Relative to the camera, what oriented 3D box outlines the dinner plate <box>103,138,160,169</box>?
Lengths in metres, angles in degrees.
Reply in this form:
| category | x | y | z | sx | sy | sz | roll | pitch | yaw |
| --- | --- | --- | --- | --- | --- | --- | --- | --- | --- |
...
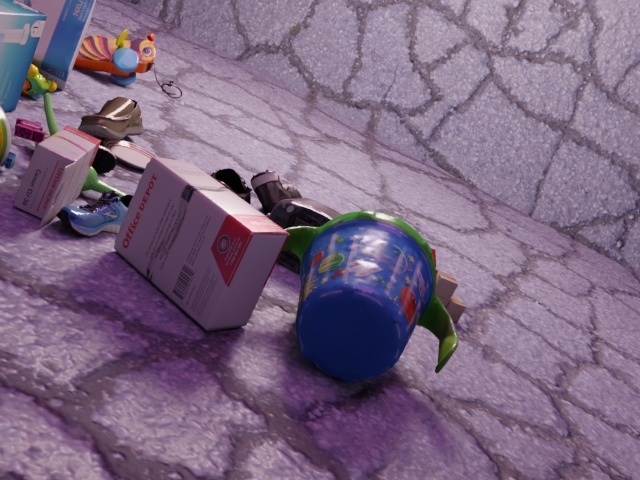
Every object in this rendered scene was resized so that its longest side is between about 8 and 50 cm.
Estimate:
| category | x | y | z | sx | sy | sz | roll | pitch | yaw |
| --- | --- | --- | --- | --- | --- | --- | --- | --- | --- |
| dinner plate | -0.401 | -0.180 | 1.779 | 0.141 | 0.017 | 0.141 | 24 | 18 | -8 |

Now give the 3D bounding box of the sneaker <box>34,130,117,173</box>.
| category | x | y | z | sx | sy | sz | roll | pitch | yaw |
| --- | --- | --- | --- | --- | --- | --- | --- | --- | --- |
| sneaker | -0.473 | -0.179 | 1.595 | 0.161 | 0.057 | 0.075 | 11 | 28 | -35 |

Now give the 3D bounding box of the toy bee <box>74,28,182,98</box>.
| category | x | y | z | sx | sy | sz | roll | pitch | yaw |
| --- | --- | --- | --- | --- | --- | --- | --- | --- | --- |
| toy bee | -0.533 | -0.514 | 2.328 | 0.298 | 0.162 | 0.195 | 26 | -30 | -31 |

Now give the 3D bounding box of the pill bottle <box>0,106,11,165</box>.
| category | x | y | z | sx | sy | sz | roll | pitch | yaw |
| --- | --- | --- | --- | --- | --- | --- | --- | --- | --- |
| pill bottle | -0.581 | -0.149 | 1.208 | 0.136 | 0.136 | 0.245 | 29 | 17 | 8 |

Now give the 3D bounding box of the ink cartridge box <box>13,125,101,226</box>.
| category | x | y | z | sx | sy | sz | roll | pitch | yaw |
| --- | --- | --- | --- | --- | --- | --- | --- | --- | --- |
| ink cartridge box | -0.430 | -0.107 | 1.344 | 0.067 | 0.115 | 0.198 | 25 | 16 | -8 |

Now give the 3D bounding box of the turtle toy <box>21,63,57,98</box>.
| category | x | y | z | sx | sy | sz | roll | pitch | yaw |
| --- | --- | --- | --- | --- | --- | --- | --- | --- | --- |
| turtle toy | -0.659 | -0.362 | 1.847 | 0.130 | 0.066 | 0.095 | 32 | -6 | 27 |

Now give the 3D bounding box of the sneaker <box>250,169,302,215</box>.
| category | x | y | z | sx | sy | sz | roll | pitch | yaw |
| --- | --- | --- | --- | --- | --- | --- | --- | --- | --- |
| sneaker | -0.087 | -0.077 | 1.852 | 0.234 | 0.078 | 0.106 | 34 | 35 | -71 |

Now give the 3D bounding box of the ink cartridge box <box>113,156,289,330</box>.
| category | x | y | z | sx | sy | sz | roll | pitch | yaw |
| --- | --- | --- | --- | --- | --- | --- | --- | --- | --- |
| ink cartridge box | -0.189 | 0.001 | 1.283 | 0.237 | 0.172 | 0.100 | 36 | 19 | 29 |

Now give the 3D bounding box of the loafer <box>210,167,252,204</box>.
| category | x | y | z | sx | sy | sz | roll | pitch | yaw |
| --- | --- | --- | --- | --- | --- | --- | --- | --- | --- |
| loafer | -0.191 | -0.106 | 1.733 | 0.109 | 0.095 | 0.302 | 26 | 17 | -3 |

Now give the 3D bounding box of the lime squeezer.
| category | x | y | z | sx | sy | sz | roll | pitch | yaw |
| --- | --- | --- | --- | --- | --- | --- | --- | --- | --- |
| lime squeezer | -0.436 | -0.153 | 1.500 | 0.310 | 0.059 | 0.110 | 47 | 47 | 8 |

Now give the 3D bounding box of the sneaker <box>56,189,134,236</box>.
| category | x | y | z | sx | sy | sz | roll | pitch | yaw |
| --- | --- | --- | --- | --- | --- | --- | --- | --- | --- |
| sneaker | -0.364 | -0.053 | 1.357 | 0.063 | 0.073 | 0.162 | 33 | 18 | 20 |

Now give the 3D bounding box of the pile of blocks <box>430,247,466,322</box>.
| category | x | y | z | sx | sy | sz | roll | pitch | yaw |
| --- | --- | --- | --- | --- | --- | --- | --- | --- | --- |
| pile of blocks | 0.186 | 0.036 | 1.846 | 0.362 | 0.113 | 0.149 | 34 | 18 | 21 |

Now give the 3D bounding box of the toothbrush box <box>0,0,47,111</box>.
| category | x | y | z | sx | sy | sz | roll | pitch | yaw |
| --- | --- | --- | --- | --- | --- | --- | --- | --- | --- |
| toothbrush box | -0.667 | -0.352 | 1.551 | 0.126 | 0.216 | 0.295 | 27 | 18 | 2 |

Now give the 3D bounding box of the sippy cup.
| category | x | y | z | sx | sy | sz | roll | pitch | yaw |
| --- | --- | --- | --- | --- | --- | --- | --- | --- | --- |
| sippy cup | 0.061 | 0.100 | 1.320 | 0.305 | 0.240 | 0.224 | -2 | 23 | 13 |

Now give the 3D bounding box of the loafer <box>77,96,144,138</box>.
| category | x | y | z | sx | sy | sz | roll | pitch | yaw |
| --- | --- | --- | --- | --- | --- | --- | --- | --- | --- |
| loafer | -0.457 | -0.270 | 1.805 | 0.094 | 0.087 | 0.251 | 4 | 11 | 5 |

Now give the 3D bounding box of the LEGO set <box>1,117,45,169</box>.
| category | x | y | z | sx | sy | sz | roll | pitch | yaw |
| --- | --- | --- | --- | --- | --- | --- | --- | --- | --- |
| LEGO set | -0.585 | -0.185 | 1.410 | 0.227 | 0.087 | 0.093 | 16 | 16 | -12 |

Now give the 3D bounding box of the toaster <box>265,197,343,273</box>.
| category | x | y | z | sx | sy | sz | roll | pitch | yaw |
| --- | --- | --- | --- | --- | --- | --- | --- | --- | --- |
| toaster | 0.000 | 0.000 | 1.652 | 0.227 | 0.129 | 0.146 | 27 | 14 | 7 |

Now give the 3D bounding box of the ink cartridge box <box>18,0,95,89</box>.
| category | x | y | z | sx | sy | sz | roll | pitch | yaw |
| --- | --- | --- | --- | --- | --- | --- | --- | --- | --- |
| ink cartridge box | -0.685 | -0.505 | 1.907 | 0.270 | 0.197 | 0.198 | 21 | -10 | -18 |
